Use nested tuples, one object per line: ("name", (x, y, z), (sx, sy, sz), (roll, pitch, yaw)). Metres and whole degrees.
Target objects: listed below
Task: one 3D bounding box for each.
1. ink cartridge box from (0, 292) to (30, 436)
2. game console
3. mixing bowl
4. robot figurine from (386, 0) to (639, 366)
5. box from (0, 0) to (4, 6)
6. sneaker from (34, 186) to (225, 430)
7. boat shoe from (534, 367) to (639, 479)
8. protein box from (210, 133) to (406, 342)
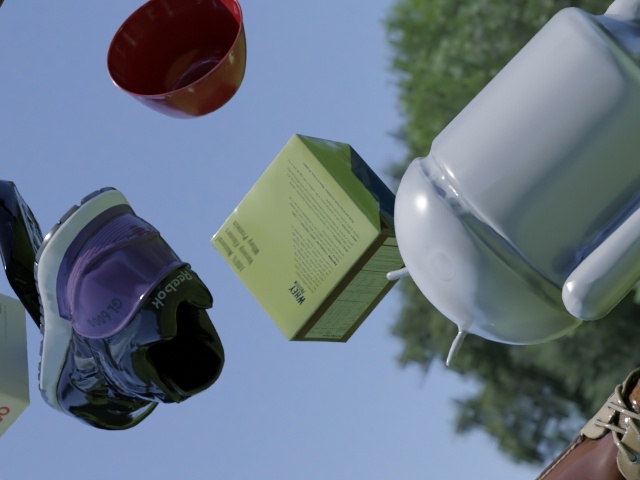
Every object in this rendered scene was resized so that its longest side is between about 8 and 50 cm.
("ink cartridge box", (-0.557, 0.164, 2.454), (0.198, 0.270, 0.197), (-47, 36, 29))
("game console", (-0.347, 0.089, 2.409), (0.044, 0.213, 0.361), (-25, -45, 0))
("mixing bowl", (-0.159, -0.216, 2.230), (0.181, 0.181, 0.098), (-61, -37, -24))
("robot figurine", (0.204, -0.053, 1.537), (0.353, 0.200, 0.300), (-45, 31, 13))
("box", (-0.461, -0.291, 2.157), (0.164, 0.201, 0.021), (-68, -31, -28))
("sneaker", (-0.130, 0.088, 1.313), (0.107, 0.124, 0.283), (-44, -20, -22))
("boat shoe", (0.287, 0.163, 1.583), (0.324, 0.123, 0.116), (-36, -48, -12))
("protein box", (0.000, 0.000, 2.458), (0.201, 0.200, 0.136), (-51, -29, 20))
